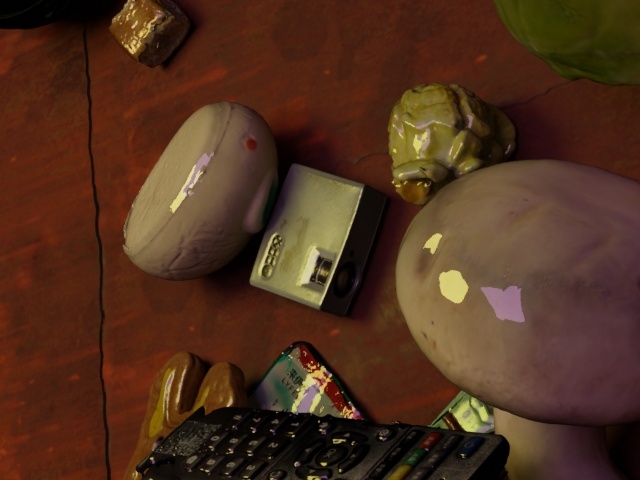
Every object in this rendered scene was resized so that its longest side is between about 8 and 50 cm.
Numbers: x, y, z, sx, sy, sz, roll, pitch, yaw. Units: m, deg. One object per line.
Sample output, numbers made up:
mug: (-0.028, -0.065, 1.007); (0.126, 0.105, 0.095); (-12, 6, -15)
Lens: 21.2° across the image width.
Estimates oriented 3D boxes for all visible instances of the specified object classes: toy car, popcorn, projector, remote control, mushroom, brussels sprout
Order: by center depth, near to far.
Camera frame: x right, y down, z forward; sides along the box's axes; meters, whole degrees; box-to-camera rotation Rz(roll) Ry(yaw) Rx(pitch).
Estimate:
mushroom: (0.240, 0.075, 1.563); (0.315, 0.315, 0.356); (-35, 75, 24)
remote control: (-0.006, 0.222, 1.600); (0.399, 0.062, 0.144); (2, 33, 44)
brussels sprout: (0.318, -0.306, 1.649); (0.344, 0.268, 0.344); (1, 92, 20)
toy car: (0.154, 0.197, 1.741); (0.186, 0.058, 0.093); (-46, 55, 16)
popcorn: (0.125, -0.098, 1.802); (0.135, 0.162, 0.141); (51, 153, 3)
projector: (0.000, 0.000, 1.911); (0.115, 0.061, 0.147); (19, 89, 40)

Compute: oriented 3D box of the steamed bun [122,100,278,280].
steamed bun: (-0.125, -0.050, 1.964); (0.228, 0.131, 0.177); (-53, 21, 21)

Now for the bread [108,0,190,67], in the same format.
bread: (-0.211, -0.266, 2.143); (0.070, 0.077, 0.083); (47, 106, 24)

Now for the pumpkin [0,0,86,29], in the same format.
pumpkin: (-0.378, -0.424, 2.158); (0.241, 0.323, 0.323); (30, 96, 21)

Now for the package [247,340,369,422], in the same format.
package: (-0.056, 0.238, 1.899); (0.232, 0.040, 0.166); (-51, 51, 14)

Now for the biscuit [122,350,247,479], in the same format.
biscuit: (-0.171, 0.273, 1.949); (0.186, 0.044, 0.295); (5, 79, 56)
